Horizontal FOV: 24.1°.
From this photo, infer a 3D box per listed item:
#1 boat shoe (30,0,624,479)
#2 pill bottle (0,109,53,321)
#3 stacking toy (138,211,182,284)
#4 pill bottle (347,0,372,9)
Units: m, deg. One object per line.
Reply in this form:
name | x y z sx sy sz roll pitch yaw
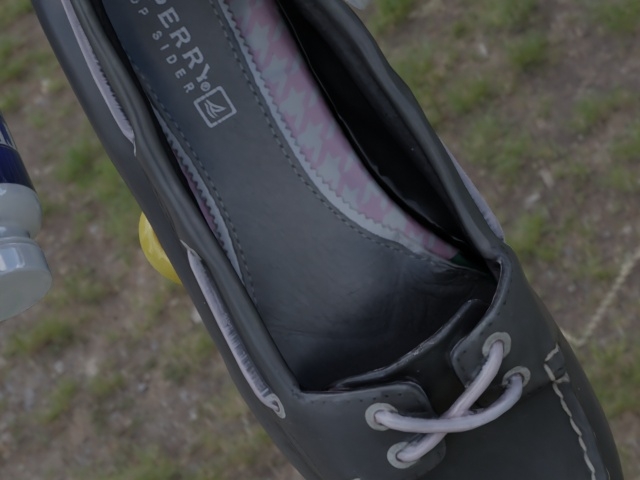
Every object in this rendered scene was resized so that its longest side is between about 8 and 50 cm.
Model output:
boat shoe | 0.000 0.000 0.525 0.112 0.335 0.095 -34 3 -2
pill bottle | -0.276 -0.034 1.141 0.112 0.112 0.187 -29 70 7
stacking toy | -0.005 -0.043 1.606 0.309 0.279 0.130 -52 2 -29
pill bottle | 0.074 -0.298 1.235 0.215 0.117 0.117 -50 34 3
